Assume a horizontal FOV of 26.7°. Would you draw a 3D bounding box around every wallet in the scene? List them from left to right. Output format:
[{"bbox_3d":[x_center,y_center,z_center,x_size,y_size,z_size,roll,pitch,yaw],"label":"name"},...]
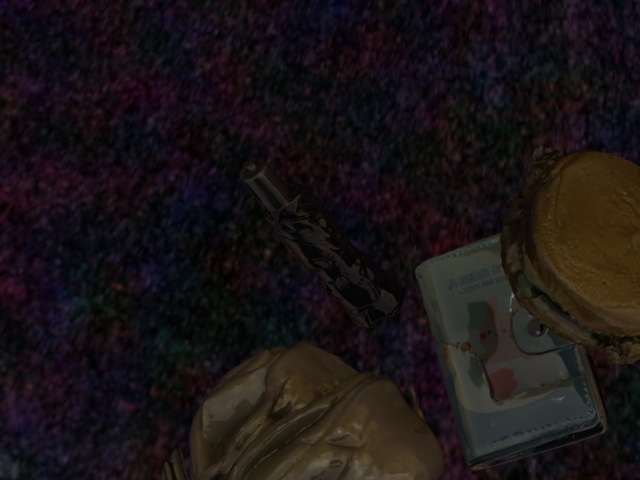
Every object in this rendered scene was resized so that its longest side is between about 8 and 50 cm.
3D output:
[{"bbox_3d":[0.214,0.116,1.520,0.176,0.250,0.075,-21,156,18],"label":"wallet"}]

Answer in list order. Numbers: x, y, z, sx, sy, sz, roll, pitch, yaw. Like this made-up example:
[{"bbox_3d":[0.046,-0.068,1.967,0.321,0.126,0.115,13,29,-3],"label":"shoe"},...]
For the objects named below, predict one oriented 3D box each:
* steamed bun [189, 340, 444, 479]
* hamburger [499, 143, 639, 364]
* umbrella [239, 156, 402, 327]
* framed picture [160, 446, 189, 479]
[{"bbox_3d":[-0.020,0.158,1.119,0.211,0.218,0.144,-23,99,-5],"label":"steamed bun"},{"bbox_3d":[0.270,0.020,1.332,0.189,0.215,0.122,13,146,-17],"label":"hamburger"},{"bbox_3d":[0.000,0.000,1.354,0.066,0.059,0.235,-39,121,3],"label":"umbrella"},{"bbox_3d":[-0.085,0.303,0.879,0.017,0.274,0.217,-2,135,-19],"label":"framed picture"}]
